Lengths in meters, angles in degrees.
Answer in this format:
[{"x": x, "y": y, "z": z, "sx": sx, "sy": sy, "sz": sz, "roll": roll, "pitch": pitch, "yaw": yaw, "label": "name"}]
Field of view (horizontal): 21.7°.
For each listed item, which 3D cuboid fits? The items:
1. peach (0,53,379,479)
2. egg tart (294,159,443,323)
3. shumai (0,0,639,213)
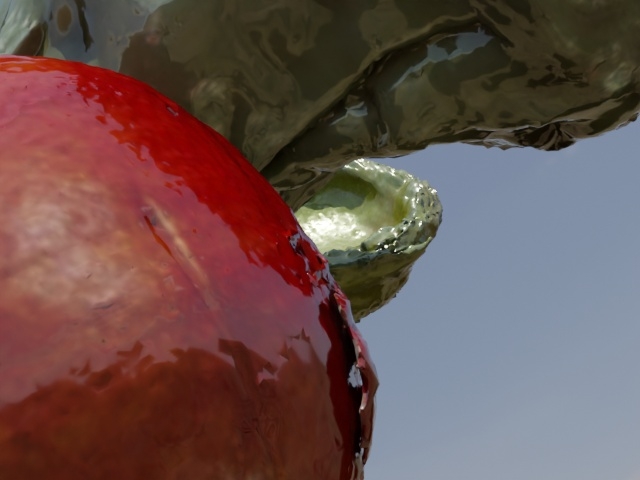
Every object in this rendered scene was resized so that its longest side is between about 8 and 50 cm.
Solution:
[{"x": -0.147, "y": 0.104, "z": 0.709, "sx": 0.370, "sy": 0.370, "sz": 0.370, "roll": -23, "pitch": -18, "yaw": -8, "label": "peach"}, {"x": 0.000, "y": 0.000, "z": 1.246, "sx": 0.197, "sy": 0.197, "sz": 0.078, "roll": -20, "pitch": -55, "yaw": -18, "label": "egg tart"}, {"x": -0.036, "y": -0.104, "z": 0.924, "sx": 0.323, "sy": 0.324, "sz": 0.397, "roll": -45, "pitch": 24, "yaw": -6, "label": "shumai"}]
